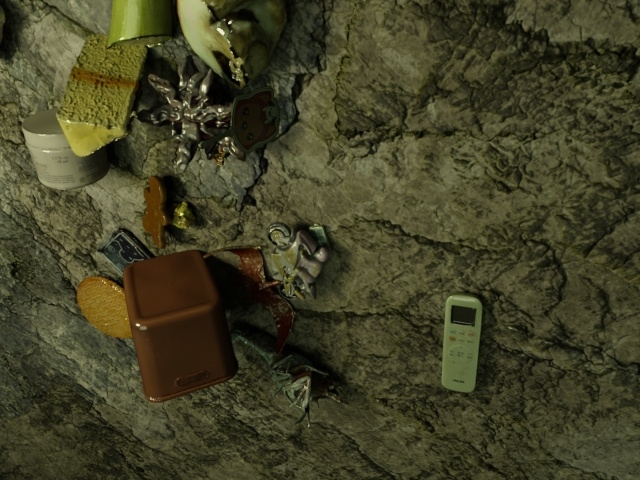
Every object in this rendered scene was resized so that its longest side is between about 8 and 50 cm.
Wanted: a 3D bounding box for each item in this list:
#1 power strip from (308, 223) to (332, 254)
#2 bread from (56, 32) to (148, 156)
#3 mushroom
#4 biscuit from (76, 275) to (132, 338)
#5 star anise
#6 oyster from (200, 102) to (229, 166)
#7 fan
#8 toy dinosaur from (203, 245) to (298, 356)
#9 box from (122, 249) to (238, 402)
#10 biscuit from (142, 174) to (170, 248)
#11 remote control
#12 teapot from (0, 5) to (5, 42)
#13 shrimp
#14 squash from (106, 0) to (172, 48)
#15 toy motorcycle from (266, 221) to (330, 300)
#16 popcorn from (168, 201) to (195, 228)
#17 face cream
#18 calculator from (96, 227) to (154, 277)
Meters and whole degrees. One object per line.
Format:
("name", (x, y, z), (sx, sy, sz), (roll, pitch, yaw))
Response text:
("power strip", (0.000, 0.000, 1.373), (0.040, 0.016, 0.090), (-4, 119, 25))
("bread", (-0.482, -0.323, 1.219), (0.142, 0.266, 0.178), (27, 141, -32))
("mushroom", (-0.165, -0.435, 1.070), (0.189, 0.164, 0.267), (40, 168, 25))
("biscuit", (-0.678, 0.217, 1.798), (0.254, 0.035, 0.254), (12, 127, 17))
("star anise", (-0.269, -0.274, 1.203), (0.212, 0.129, 0.283), (-44, 84, 16))
("oyster", (-0.238, -0.246, 1.284), (0.103, 0.051, 0.148), (8, 93, 7))
("fan", (-0.166, -0.238, 1.168), (0.009, 0.220, 0.132), (24, 134, 37))
("toy dinosaur", (-0.172, 0.152, 1.488), (0.207, 0.113, 0.327), (7, 125, 16))
("box", (-0.371, 0.203, 1.450), (0.239, 0.339, 0.229), (-13, 120, -17))
("biscuit", (-0.428, -0.082, 1.466), (0.138, 0.031, 0.205), (46, 137, 33))
("remote control", (0.349, 0.255, 1.378), (0.090, 0.038, 0.309), (8, 124, 18))
("teapot", (-0.838, -0.531, 1.325), (0.178, 0.221, 0.163), (-35, 143, 27))
("shrimp", (-0.108, 0.378, 1.592), (0.410, 0.166, 0.221), (41, 164, 11))
("squash", (-0.351, -0.521, 1.128), (0.137, 0.137, 0.287), (23, 119, 8))
("toy motorcycle", (-0.047, 0.053, 1.371), (0.152, 0.073, 0.225), (-1, 120, 16))
("popcorn", (-0.370, -0.064, 1.464), (0.083, 0.059, 0.068), (39, 143, 16))
("face cream", (-0.630, -0.231, 1.390), (0.177, 0.177, 0.153), (12, 126, 16))
("calculator", (-0.535, 0.092, 1.658), (0.166, 0.028, 0.274), (-34, 104, 36))
